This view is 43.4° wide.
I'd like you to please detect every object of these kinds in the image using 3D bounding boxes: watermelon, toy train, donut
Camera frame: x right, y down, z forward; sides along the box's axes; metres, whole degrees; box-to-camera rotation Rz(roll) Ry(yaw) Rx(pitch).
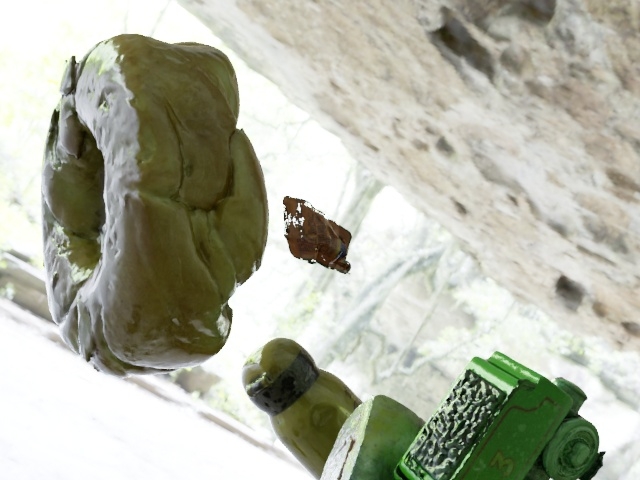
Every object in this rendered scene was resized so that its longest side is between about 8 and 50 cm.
[{"bbox_3d":[0.088,0.359,1.119,0.262,0.213,0.201,40,-39,-25],"label":"watermelon"},{"bbox_3d":[0.221,0.259,0.988,0.188,0.243,0.132,38,-4,-27],"label":"toy train"},{"bbox_3d":[-0.180,-0.041,0.825,0.170,0.360,0.360,1,12,-33],"label":"donut"}]

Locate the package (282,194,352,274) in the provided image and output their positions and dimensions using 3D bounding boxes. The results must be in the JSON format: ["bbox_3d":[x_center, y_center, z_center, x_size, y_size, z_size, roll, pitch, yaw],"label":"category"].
[{"bbox_3d":[0.001,-0.001,0.886,0.033,0.077,0.111,-6,-24,39],"label":"package"}]

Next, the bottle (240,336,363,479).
[{"bbox_3d":[-0.003,0.330,1.513,0.351,0.171,0.171,49,-8,-7],"label":"bottle"}]
